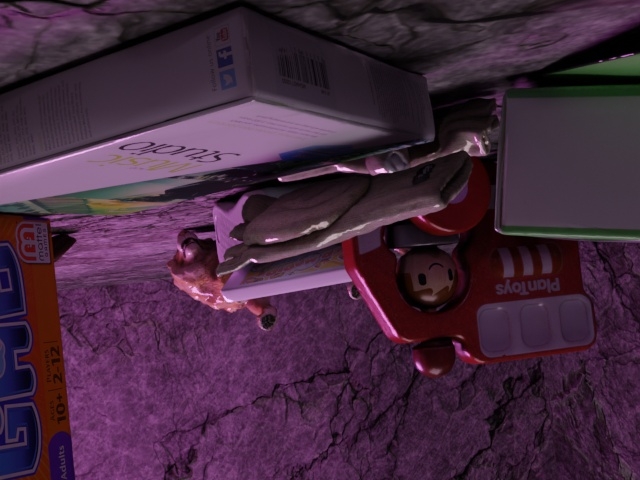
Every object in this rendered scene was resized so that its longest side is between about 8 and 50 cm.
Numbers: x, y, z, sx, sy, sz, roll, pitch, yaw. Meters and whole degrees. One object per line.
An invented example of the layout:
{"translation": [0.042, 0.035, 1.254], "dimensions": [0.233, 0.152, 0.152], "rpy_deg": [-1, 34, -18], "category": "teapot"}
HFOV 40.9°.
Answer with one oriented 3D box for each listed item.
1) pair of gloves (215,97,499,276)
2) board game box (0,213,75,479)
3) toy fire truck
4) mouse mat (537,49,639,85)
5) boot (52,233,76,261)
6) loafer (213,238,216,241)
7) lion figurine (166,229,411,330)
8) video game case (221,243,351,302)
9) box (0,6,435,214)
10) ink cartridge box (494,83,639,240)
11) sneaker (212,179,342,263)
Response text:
{"translation": [0.037, -0.049, 0.684], "dimensions": [0.204, 0.042, 0.240], "rpy_deg": [-13, -160, 25], "category": "pair of gloves"}
{"translation": [-0.555, 0.165, 1.003], "dimensions": [0.356, 0.356, 0.356], "rpy_deg": [-9, 175, 23], "category": "board game box"}
{"translation": [0.176, 0.024, 0.998], "dimensions": [0.302, 0.253, 0.169], "rpy_deg": [-5, 175, -20], "category": "toy fire truck"}
{"translation": [0.278, -0.121, 0.634], "dimensions": [0.190, 0.007, 0.153], "rpy_deg": [4, -178, -20], "category": "mouse mat"}
{"translation": [-0.472, 0.024, 1.256], "dimensions": [0.219, 0.106, 0.082], "rpy_deg": [-37, -174, -29], "category": "boot"}
{"translation": [-0.110, 0.026, 1.686], "dimensions": [0.223, 0.076, 0.078], "rpy_deg": [2, 178, -41], "category": "loafer"}
{"translation": [-0.053, 0.034, 1.479], "dimensions": [0.392, 0.142, 0.240], "rpy_deg": [-12, -160, -22], "category": "lion figurine"}
{"translation": [0.000, 0.000, 1.161], "dimensions": [0.227, 0.026, 0.206], "rpy_deg": [-11, -152, 29], "category": "video game case"}
{"translation": [-0.111, -0.072, 0.618], "dimensions": [0.322, 0.058, 0.232], "rpy_deg": [-9, 175, 32], "category": "box"}
{"translation": [0.284, -0.058, 0.768], "dimensions": [0.211, 0.121, 0.289], "rpy_deg": [2, -179, 20], "category": "ink cartridge box"}
{"translation": [-0.051, -0.020, 1.133], "dimensions": [0.151, 0.094, 0.256], "rpy_deg": [-8, 177, -22], "category": "sneaker"}
